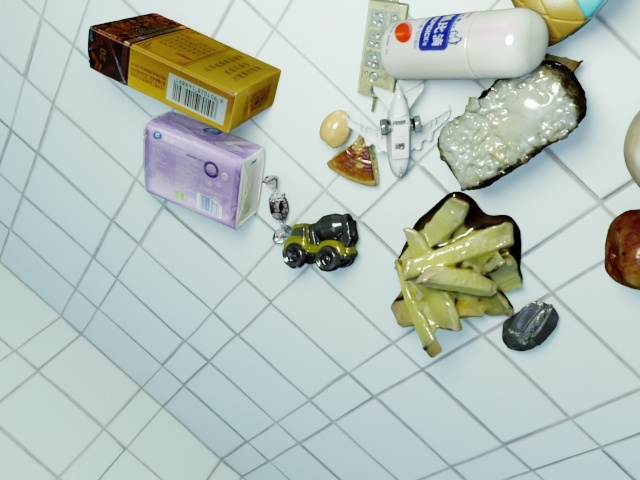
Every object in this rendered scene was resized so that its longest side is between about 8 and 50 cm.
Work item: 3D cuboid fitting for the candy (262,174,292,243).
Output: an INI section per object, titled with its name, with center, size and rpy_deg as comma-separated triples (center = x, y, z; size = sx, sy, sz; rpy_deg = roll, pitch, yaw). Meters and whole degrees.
[candy]
center = -0.132, -0.092, 1.574
size = 0.094, 0.051, 0.226
rpy_deg = 9, 120, 29

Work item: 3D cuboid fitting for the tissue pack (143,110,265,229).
[tissue pack]
center = -0.348, -0.213, 1.538
size = 0.338, 0.160, 0.242
rpy_deg = 24, 125, 13

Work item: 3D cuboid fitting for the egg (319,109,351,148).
[egg]
center = 0.041, -0.291, 1.352
size = 0.080, 0.080, 0.096
rpy_deg = 38, 119, 1

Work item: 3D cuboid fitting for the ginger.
[ginger]
center = 0.356, 0.109, 1.361
size = 0.358, 0.211, 0.413
rpy_deg = 21, 125, 11

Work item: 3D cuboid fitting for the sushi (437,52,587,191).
[sushi]
center = 0.414, -0.261, 1.130
size = 0.343, 0.182, 0.196
rpy_deg = -37, 93, 36

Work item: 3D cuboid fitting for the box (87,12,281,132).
[box]
center = -0.342, -0.443, 1.334
size = 0.415, 0.264, 0.115
rpy_deg = 25, 127, 8

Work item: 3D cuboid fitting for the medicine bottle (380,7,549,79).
[medicine bottle]
center = 0.289, -0.393, 1.058
size = 0.341, 0.130, 0.130
rpy_deg = 19, 129, 45

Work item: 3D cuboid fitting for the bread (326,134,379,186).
[bread]
center = 0.110, -0.200, 1.388
size = 0.136, 0.054, 0.154
rpy_deg = 50, 133, -7

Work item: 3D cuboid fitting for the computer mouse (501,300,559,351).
[computer mouse]
center = 0.568, 0.245, 1.427
size = 0.106, 0.062, 0.192
rpy_deg = 31, 129, 6

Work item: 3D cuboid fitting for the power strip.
[power strip]
center = 0.143, -0.436, 1.241
size = 0.092, 0.034, 0.268
rpy_deg = 17, 125, 16

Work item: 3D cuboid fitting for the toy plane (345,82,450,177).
[toy plane]
center = 0.191, -0.257, 1.273
size = 0.251, 0.101, 0.255
rpy_deg = -3, 128, 5

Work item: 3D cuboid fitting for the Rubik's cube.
[Rubik's cube]
center = 0.444, -0.531, 0.960
size = 0.254, 0.254, 0.254
rpy_deg = 12, 123, 19

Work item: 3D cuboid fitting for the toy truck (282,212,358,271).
[toy truck]
center = 0.000, 0.000, 1.524
size = 0.224, 0.147, 0.165
rpy_deg = 3, 96, 27

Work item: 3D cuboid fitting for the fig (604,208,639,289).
[fig]
center = 0.772, 0.044, 1.149
size = 0.290, 0.190, 0.190
rpy_deg = 20, 127, -6

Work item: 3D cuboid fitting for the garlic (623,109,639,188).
[garlic]
center = 0.762, -0.182, 1.037
size = 0.279, 0.132, 0.325
rpy_deg = 27, 122, 20
